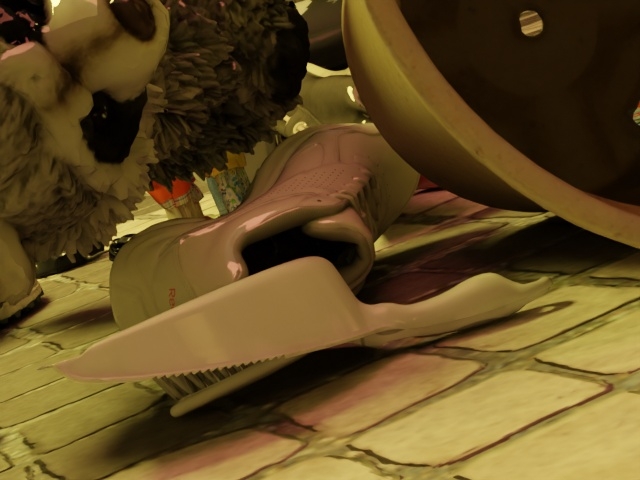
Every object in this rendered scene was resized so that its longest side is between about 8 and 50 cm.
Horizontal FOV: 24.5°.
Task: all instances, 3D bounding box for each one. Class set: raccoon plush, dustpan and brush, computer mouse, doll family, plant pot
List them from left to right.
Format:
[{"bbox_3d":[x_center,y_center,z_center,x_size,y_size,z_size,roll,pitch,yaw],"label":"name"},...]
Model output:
[{"bbox_3d":[-0.189,-0.034,0.856,0.299,0.216,0.446,-49,-2,-42],"label":"raccoon plush"},{"bbox_3d":[-0.215,0.002,1.349,0.071,0.041,0.242,-23,11,-37],"label":"computer mouse"},{"bbox_3d":[-0.098,-0.087,1.251,0.118,0.163,0.263,-18,8,-2],"label":"doll family"},{"bbox_3d":[-0.003,0.039,0.658,0.211,0.060,0.147,-24,-5,3],"label":"dustpan and brush"},{"bbox_3d":[0.142,-0.142,0.725,0.334,0.334,0.305,-20,-2,-10],"label":"plant pot"}]

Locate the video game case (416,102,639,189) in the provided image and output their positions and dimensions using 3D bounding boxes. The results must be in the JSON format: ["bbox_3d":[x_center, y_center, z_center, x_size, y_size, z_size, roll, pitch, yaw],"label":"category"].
[{"bbox_3d":[0.222,-0.087,1.060,0.204,0.025,0.285,-23,9,-31],"label":"video game case"}]

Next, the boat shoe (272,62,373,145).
[{"bbox_3d":[0.007,-0.067,1.100,0.095,0.112,0.335,-50,8,-6],"label":"boat shoe"}]

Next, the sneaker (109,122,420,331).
[{"bbox_3d":[0.000,0.000,0.816,0.115,0.090,0.232,-1,27,43],"label":"sneaker"}]

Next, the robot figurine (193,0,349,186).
[{"bbox_3d":[-0.024,-0.153,1.479,0.278,0.209,0.173,-21,44,-19],"label":"robot figurine"}]

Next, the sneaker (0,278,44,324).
[{"bbox_3d":[-0.294,0.019,1.120,0.110,0.122,0.283,-17,8,5],"label":"sneaker"}]
